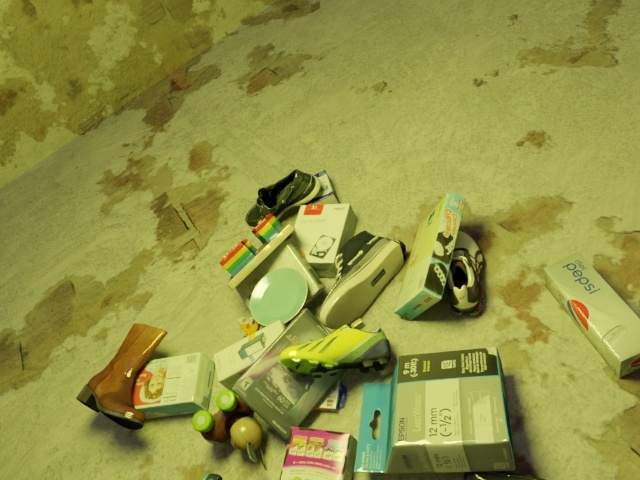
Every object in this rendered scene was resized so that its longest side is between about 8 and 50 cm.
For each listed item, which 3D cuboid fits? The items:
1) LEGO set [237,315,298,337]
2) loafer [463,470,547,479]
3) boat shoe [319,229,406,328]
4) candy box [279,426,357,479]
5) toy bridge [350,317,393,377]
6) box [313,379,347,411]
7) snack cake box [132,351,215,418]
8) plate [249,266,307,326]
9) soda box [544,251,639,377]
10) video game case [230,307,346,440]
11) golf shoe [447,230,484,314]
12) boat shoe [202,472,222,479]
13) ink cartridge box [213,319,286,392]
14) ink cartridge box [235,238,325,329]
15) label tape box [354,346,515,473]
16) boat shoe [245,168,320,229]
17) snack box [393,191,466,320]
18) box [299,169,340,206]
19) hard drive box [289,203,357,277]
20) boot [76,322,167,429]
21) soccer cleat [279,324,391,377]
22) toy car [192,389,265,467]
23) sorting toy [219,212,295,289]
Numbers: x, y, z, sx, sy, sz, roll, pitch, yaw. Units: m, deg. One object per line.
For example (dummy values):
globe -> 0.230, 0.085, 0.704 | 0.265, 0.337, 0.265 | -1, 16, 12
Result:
LEGO set -> -0.156, 0.279, 1.520 | 0.227, 0.093, 0.087 | -5, 9, 28
loafer -> 0.403, 0.518, 1.063 | 0.223, 0.076, 0.078 | 0, 59, 31
boat shoe -> 0.089, 0.107, 1.518 | 0.340, 0.127, 0.158 | -40, 42, -24
candy box -> -0.013, 0.569, 1.219 | 0.159, 0.071, 0.233 | -2, 52, 24
toy bridge -> 0.124, 0.293, 1.409 | 0.063, 0.026, 0.188 | -33, 46, -1
box -> 0.001, 0.406, 1.376 | 0.136, 0.028, 0.081 | -6, 51, 24
snack cake box -> -0.454, 0.431, 1.532 | 0.264, 0.089, 0.152 | -12, 51, 17
plate -> -0.117, 0.164, 1.501 | 0.188, 0.024, 0.188 | -15, 53, 21
soda box -> 0.646, 0.166, 1.216 | 0.098, 0.091, 0.286 | -27, 47, 4
video game case -> -0.064, 0.338, 1.330 | 0.274, 0.196, 0.026 | -46, 11, -14
golf shoe -> 0.386, 0.065, 1.407 | 0.105, 0.120, 0.272 | -12, 48, 18
boat shoe -> -0.256, 0.693, 1.233 | 0.089, 0.109, 0.258 | 0, 70, 17
ink cartridge box -> -0.159, 0.332, 1.425 | 0.212, 0.154, 0.093 | -28, 45, 4
ink cartridge box -> -0.125, 0.139, 1.581 | 0.232, 0.066, 0.189 | -43, 73, 24
label tape box -> 0.242, 0.383, 1.183 | 0.348, 0.115, 0.249 | -8, 35, 18
boat shoe -> -0.160, -0.144, 1.779 | 0.340, 0.113, 0.127 | -22, 51, 38
snack box -> 0.299, 0.042, 1.424 | 0.060, 0.187, 0.322 | 24, 61, -4
box -> -0.013, -0.157, 1.810 | 0.126, 0.072, 0.137 | -24, 48, 7
hard drive box -> 0.000, 0.000, 1.665 | 0.181, 0.089, 0.232 | -1, 53, 24
boot -> -0.530, 0.384, 1.510 | 0.264, 0.096, 0.280 | 5, 49, 39
soccer cleat -> 0.037, 0.274, 1.322 | 0.289, 0.093, 0.121 | 0, 56, -14
toy car -> -0.208, 0.499, 1.329 | 0.149, 0.155, 0.188 | -40, 60, -9
sorting toy -> -0.207, 0.017, 1.630 | 0.257, 0.089, 0.255 | -45, 6, -2
